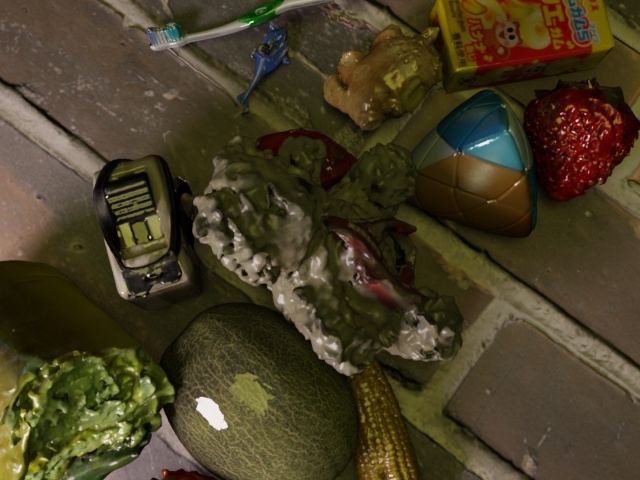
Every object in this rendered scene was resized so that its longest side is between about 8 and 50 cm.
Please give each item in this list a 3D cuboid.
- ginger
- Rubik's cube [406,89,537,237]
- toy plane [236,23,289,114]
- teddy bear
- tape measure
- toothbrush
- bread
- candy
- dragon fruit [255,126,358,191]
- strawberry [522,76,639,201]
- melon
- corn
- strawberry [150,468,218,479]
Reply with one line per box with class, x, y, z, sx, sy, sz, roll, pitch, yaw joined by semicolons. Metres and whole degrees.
ginger;0.118;-0.274;1.201;0.216;0.102;0.157;-42;56;-2
Rubik's cube;0.225;-0.140;1.178;0.255;0.254;0.254;0;81;-2
toy plane;-0.095;-0.289;1.226;0.062;0.054;0.167;33;80;-22
teddy bear;0.000;0.000;0.972;0.225;0.368;0.357;-26;60;28
tape measure;-0.247;-0.025;1.063;0.133;0.271;0.231;-17;83;-5
toothbrush;-0.087;-0.382;1.230;0.418;0.040;0.042;-12;45;0
bread;-0.402;0.178;1.000;0.377;0.208;0.251;30;88;39
candy;0.335;-0.350;1.227;0.276;0.088;0.146;-9;80;-4
dragon fruit;-0.018;-0.135;1.167;0.161;0.127;0.120;-20;89;-3
strawberry;0.405;-0.161;1.163;0.184;0.187;0.201;6;114;-16
melon;-0.086;0.231;1.044;0.302;0.237;0.237;42;82;1
corn;0.089;0.301;1.111;0.097;0.097;0.261;-17;81;-4
strawberry;-0.175;0.498;0.977;0.312;0.267;0.351;-40;84;13
